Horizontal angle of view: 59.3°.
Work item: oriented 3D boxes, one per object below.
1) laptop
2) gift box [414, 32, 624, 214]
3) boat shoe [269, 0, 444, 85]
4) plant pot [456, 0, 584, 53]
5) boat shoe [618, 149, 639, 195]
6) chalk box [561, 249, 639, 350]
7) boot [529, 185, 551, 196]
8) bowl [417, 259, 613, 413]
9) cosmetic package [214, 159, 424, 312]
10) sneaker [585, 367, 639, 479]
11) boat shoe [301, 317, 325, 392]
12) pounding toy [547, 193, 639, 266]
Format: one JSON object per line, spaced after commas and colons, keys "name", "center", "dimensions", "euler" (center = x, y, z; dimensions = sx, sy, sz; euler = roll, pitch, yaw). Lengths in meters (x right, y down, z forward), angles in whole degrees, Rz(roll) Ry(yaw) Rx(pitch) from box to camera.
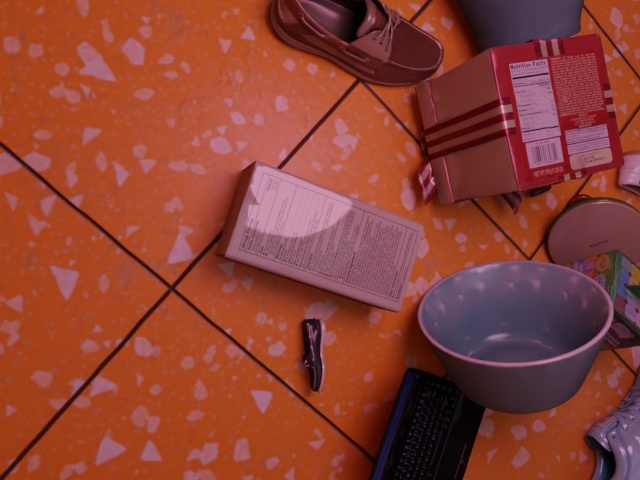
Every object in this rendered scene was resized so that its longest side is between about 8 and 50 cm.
{"name": "laptop", "center": [0.192, 0.360, 0.984], "dimensions": [0.264, 0.136, 0.235], "euler": [23, 82, -17]}
{"name": "gift box", "center": [0.318, -0.176, 0.970], "dimensions": [0.254, 0.258, 0.277], "euler": [-9, 93, -19]}
{"name": "boat shoe", "center": [0.076, -0.353, 0.962], "dimensions": [0.324, 0.116, 0.123], "euler": [9, 86, -19]}
{"name": "plant pot", "center": [0.355, -0.478, 0.997], "dimensions": [0.271, 0.271, 0.256], "euler": [-20, 110, -18]}
{"name": "boat shoe", "center": [0.753, -0.093, 1.210], "dimensions": [0.276, 0.098, 0.096], "euler": [25, 82, -8]}
{"name": "chalk box", "center": [0.537, 0.114, 1.051], "dimensions": [0.132, 0.213, 0.132], "euler": [38, 57, -16]}
{"name": "boot", "center": [0.432, -0.156, 1.125], "dimensions": [0.106, 0.037, 0.114], "euler": [-36, 104, -29]}
{"name": "bowl", "center": [0.337, 0.179, 0.976], "dimensions": [0.311, 0.311, 0.163], "euler": [-23, 115, -18]}
{"name": "cosmetic package", "center": [0.000, 0.000, 0.935], "dimensions": [0.309, 0.113, 0.160], "euler": [20, 83, -17]}
{"name": "sneaker", "center": [0.632, 0.387, 1.143], "dimensions": [0.150, 0.135, 0.366], "euler": [21, 70, 4]}
{"name": "boat shoe", "center": [-0.014, 0.196, 0.962], "dimensions": [0.038, 0.046, 0.125], "euler": [4, 85, -19]}
{"name": "pounding toy", "center": [0.579, -0.024, 1.131], "dimensions": [0.236, 0.110, 0.183], "euler": [2, 123, 15]}
